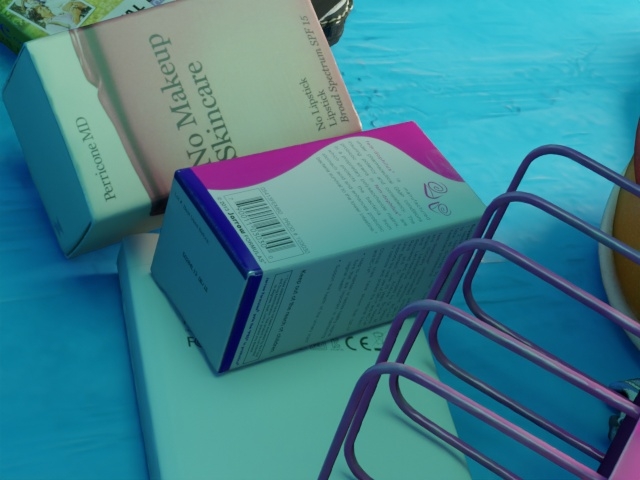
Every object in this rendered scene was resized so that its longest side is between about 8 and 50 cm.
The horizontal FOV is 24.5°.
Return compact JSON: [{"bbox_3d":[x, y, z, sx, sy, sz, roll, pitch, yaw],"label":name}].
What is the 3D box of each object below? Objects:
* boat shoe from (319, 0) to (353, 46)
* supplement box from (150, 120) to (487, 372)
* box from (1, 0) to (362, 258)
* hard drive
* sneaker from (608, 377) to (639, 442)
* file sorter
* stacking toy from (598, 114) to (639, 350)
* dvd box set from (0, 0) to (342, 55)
[{"bbox_3d":[-0.094,-0.294,1.447,0.114,0.091,0.302,-38,69,-19],"label":"boat shoe"},{"bbox_3d":[0.000,0.000,1.107,0.220,0.114,0.111,-15,53,-32],"label":"supplement box"},{"bbox_3d":[-0.110,-0.100,1.154,0.232,0.127,0.149,-20,85,-23],"label":"box"},{"bbox_3d":[-0.013,0.141,1.076,0.233,0.047,0.353,3,46,-20],"label":"hard drive"},{"bbox_3d":[0.257,0.162,1.169,0.058,0.052,0.135,4,38,-5],"label":"sneaker"},{"bbox_3d":[0.141,0.100,1.004,0.182,0.202,0.291,30,43,12],"label":"file sorter"},{"bbox_3d":[0.370,-0.108,1.114,0.350,0.480,0.351,-8,54,11],"label":"stacking toy"},{"bbox_3d":[-0.198,-0.293,1.353,0.420,0.062,0.307,37,66,16],"label":"dvd box set"}]
